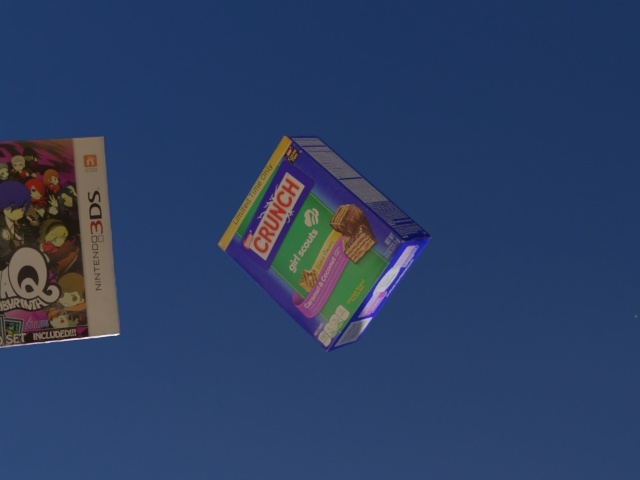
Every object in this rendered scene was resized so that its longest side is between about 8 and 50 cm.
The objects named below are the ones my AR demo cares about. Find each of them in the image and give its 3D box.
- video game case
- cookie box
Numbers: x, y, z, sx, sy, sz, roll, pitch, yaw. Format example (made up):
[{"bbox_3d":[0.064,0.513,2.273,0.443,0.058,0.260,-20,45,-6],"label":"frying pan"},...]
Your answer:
[{"bbox_3d":[-0.329,0.004,0.949,0.232,0.042,0.210,-4,-90,-16],"label":"video game case"},{"bbox_3d":[0.000,0.000,0.590,0.107,0.040,0.092,43,-66,23],"label":"cookie box"}]
